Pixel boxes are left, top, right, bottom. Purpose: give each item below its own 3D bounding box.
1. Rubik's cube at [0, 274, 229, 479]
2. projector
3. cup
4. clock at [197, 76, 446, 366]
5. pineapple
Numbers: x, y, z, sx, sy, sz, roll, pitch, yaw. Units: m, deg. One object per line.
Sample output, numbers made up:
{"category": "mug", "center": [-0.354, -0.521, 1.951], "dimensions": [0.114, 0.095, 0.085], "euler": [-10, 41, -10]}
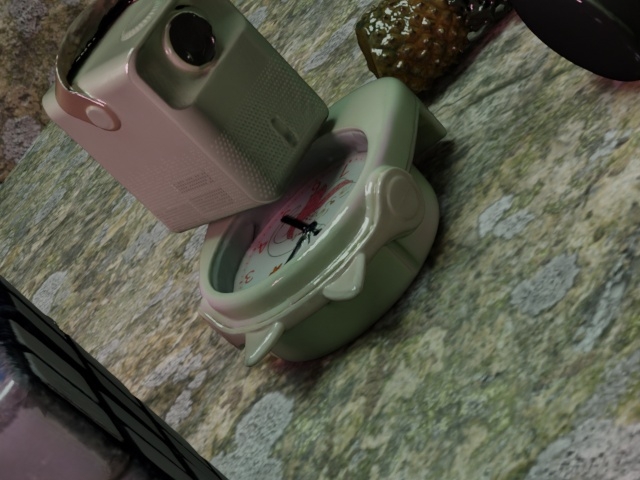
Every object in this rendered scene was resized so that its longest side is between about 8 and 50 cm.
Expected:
{"category": "Rubik's cube", "center": [-0.212, 0.270, 0.983], "dimensions": [0.344, 0.344, 0.337], "euler": [-49, 22, -4]}
{"category": "projector", "center": [-0.140, -0.139, 1.397], "dimensions": [0.177, 0.242, 0.163], "euler": [-18, 33, 49]}
{"category": "cup", "center": [0.269, -0.236, 1.278], "dimensions": [0.176, 0.169, 0.223], "euler": [-56, -11, -7]}
{"category": "clock", "center": [0.000, 0.000, 1.378], "dimensions": [0.265, 0.108, 0.324], "euler": [-34, 26, 24]}
{"category": "pineapple", "center": [0.159, -0.259, 1.567], "dimensions": [0.251, 0.125, 0.125], "euler": [-35, 23, 0]}
